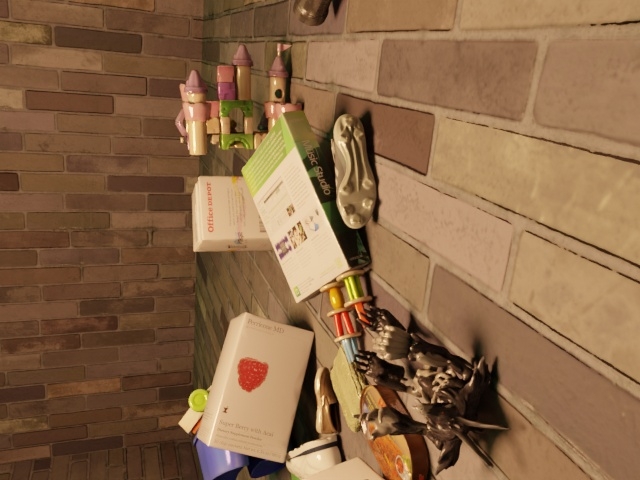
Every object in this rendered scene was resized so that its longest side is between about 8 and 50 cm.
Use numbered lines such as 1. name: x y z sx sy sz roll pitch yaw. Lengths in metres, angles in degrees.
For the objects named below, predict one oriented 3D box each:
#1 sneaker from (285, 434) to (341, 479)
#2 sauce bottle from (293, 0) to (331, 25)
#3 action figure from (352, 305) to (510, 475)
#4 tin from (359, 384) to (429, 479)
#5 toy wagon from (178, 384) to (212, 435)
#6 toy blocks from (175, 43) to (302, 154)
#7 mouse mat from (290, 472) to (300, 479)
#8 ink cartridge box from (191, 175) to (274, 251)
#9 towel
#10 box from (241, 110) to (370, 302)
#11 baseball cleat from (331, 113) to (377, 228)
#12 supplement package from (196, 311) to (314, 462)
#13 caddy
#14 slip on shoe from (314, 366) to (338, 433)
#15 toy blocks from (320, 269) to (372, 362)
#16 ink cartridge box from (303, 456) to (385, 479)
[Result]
1. sneaker: -0.017 0.489 1.198 0.235 0.090 0.095 121 134 -57
2. sauce bottle: 0.030 -0.524 0.974 0.344 0.111 0.111 129 136 -62
3. action figure: 0.116 0.192 0.734 0.276 0.141 0.164 -145 68 -68
4. tin: 0.114 0.311 0.891 0.189 0.040 0.106 -123 33 -55
5. toy wagon: -0.248 0.400 1.561 0.068 0.344 0.267 42 158 13
6. toy blocks: -0.218 -0.363 1.411 0.309 0.289 0.260 -138 46 -67
7. mouse mat: -0.043 0.613 1.377 0.189 0.007 0.152 118 145 -55
8. ink cartridge box: -0.220 -0.067 1.496 0.168 0.233 0.171 146 121 -66
9. towel: 0.054 0.279 1.066 0.148 0.027 0.110 -116 31 -49
10. box: -0.041 -0.058 1.104 0.232 0.058 0.322 -38 73 55
11. baseball cleat: 0.058 -0.119 1.002 0.109 0.072 0.206 123 147 -83
12. supplement package: -0.151 0.336 1.292 0.175 0.177 0.293 146 141 -66
13. caddy: -0.209 0.533 1.493 0.341 0.241 0.179 118 140 -52
14. slip on shoe: 0.016 0.332 1.158 0.041 0.051 0.135 -7 73 30
15. toy blocks: 0.058 0.141 1.009 0.123 0.054 0.148 -39 63 57
16. ink cartridge box: 0.085 0.476 0.819 0.273 0.115 0.198 -178 76 -69
